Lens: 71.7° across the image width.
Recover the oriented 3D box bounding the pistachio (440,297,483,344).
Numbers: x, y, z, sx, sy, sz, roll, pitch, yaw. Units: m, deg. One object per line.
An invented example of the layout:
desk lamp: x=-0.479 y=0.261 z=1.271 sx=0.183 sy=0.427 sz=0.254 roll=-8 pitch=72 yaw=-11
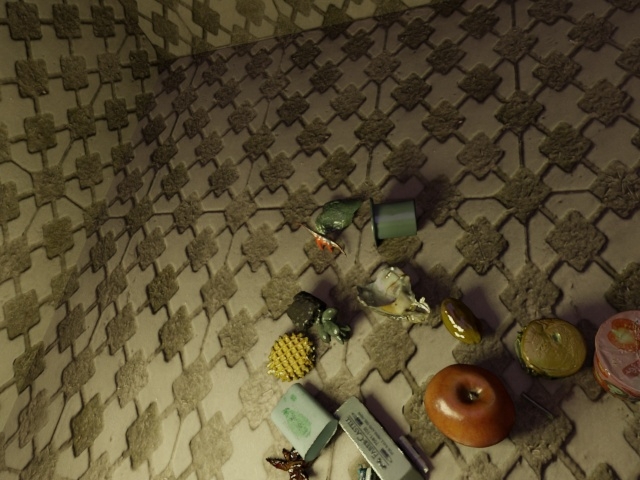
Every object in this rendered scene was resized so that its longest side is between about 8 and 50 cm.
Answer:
pistachio: x=0.505 y=0.295 z=1.601 sx=0.110 sy=0.100 sz=0.189 roll=-48 pitch=67 yaw=20

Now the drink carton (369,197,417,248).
drink carton: x=0.305 y=-0.084 z=1.851 sx=0.189 sy=0.191 sz=0.186 roll=-3 pitch=59 yaw=13

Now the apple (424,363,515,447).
apple: x=0.475 y=0.521 z=1.416 sx=0.251 sy=0.206 sz=0.271 roll=-45 pitch=54 yaw=-11

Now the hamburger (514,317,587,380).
hamburger: x=0.756 y=0.355 z=1.448 sx=0.214 sy=0.122 sz=0.190 roll=-10 pitch=65 yaw=12

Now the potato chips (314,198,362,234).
potato chips: x=0.080 y=-0.117 z=2.032 sx=0.167 sy=0.059 sz=0.228 roll=29 pitch=75 yaw=22

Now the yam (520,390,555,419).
yam: x=0.700 y=0.532 z=1.428 sx=0.021 sy=0.021 sz=0.116 roll=-47 pitch=57 yaw=-8

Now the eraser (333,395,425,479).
eraser: x=0.194 y=0.697 z=1.504 sx=0.111 sy=0.077 sz=0.352 roll=-42 pitch=56 yaw=-5

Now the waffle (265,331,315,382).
waffle: x=-0.115 y=0.466 z=1.770 sx=0.197 sy=0.070 sz=0.193 roll=-6 pitch=60 yaw=16

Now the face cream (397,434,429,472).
face cream: x=0.310 y=0.712 z=1.474 sx=0.034 sy=0.034 sz=0.130 roll=-42 pitch=54 yaw=-5

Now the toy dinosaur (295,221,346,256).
toy dinosaur: x=0.003 y=-0.005 z=1.972 sx=0.279 sy=0.101 sz=0.055 roll=23 pitch=61 yaw=20

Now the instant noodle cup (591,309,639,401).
instant noodle cup: x=0.931 y=0.354 z=1.309 sx=0.242 sy=0.231 sz=0.243 roll=-9 pitch=59 yaw=16

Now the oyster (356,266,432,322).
oyster: x=0.283 y=0.220 z=1.731 sx=0.275 sy=0.100 sz=0.271 roll=-23 pitch=53 yaw=24

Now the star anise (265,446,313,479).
star anise: x=-0.088 y=0.783 z=1.583 sx=0.157 sy=0.054 sz=0.212 roll=-44 pitch=35 yaw=-22

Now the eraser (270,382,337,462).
eraser: x=-0.064 y=0.652 z=1.604 sx=0.174 sy=0.081 sz=0.227 roll=-50 pitch=44 yaw=-10

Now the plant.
plant: x=0.001 y=0.313 z=1.769 sx=0.274 sy=0.146 sz=0.149 roll=28 pitch=94 yaw=31

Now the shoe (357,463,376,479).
shoe: x=0.137 y=0.821 z=1.467 sx=0.071 sy=0.064 sz=0.143 roll=2 pitch=66 yaw=35
